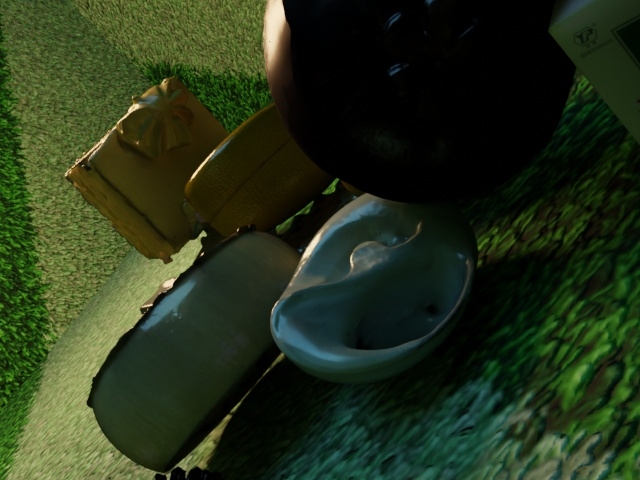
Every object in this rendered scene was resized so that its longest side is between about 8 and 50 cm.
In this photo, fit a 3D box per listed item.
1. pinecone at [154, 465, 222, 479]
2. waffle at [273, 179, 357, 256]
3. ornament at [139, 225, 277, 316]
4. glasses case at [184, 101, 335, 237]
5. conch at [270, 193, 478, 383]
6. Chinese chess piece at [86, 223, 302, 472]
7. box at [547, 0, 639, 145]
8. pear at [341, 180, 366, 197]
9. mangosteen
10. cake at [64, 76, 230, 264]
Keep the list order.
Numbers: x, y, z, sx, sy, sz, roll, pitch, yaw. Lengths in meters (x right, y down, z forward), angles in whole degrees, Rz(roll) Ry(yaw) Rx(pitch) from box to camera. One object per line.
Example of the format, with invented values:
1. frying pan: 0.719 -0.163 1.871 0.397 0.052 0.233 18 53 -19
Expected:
1. pinecone: -0.123 0.243 0.676 0.083 0.077 0.077 -32 17 9
2. waffle: 0.000 0.000 1.002 0.309 0.056 0.292 -27 21 51
3. ornament: -0.182 0.056 1.218 0.130 0.120 0.285 4 47 43
4. glasses case: -0.043 -0.124 1.089 0.173 0.141 0.371 -45 3 31
5. conch: 0.055 0.045 0.635 0.185 0.121 0.221 -10 33 49
6. Chinese chess piece: -0.115 0.111 0.764 0.270 0.112 0.270 -49 -6 -7
7. box: 0.282 -0.145 0.451 0.212 0.168 0.095 -25 24 52
8. pear: 0.102 -0.132 0.836 0.198 0.198 0.198 -41 16 14
9. mangosteen: 0.093 -0.171 0.607 0.233 0.287 0.287 8 47 30
10. cake: -0.256 -0.115 1.195 0.222 0.227 0.286 -50 18 -18
